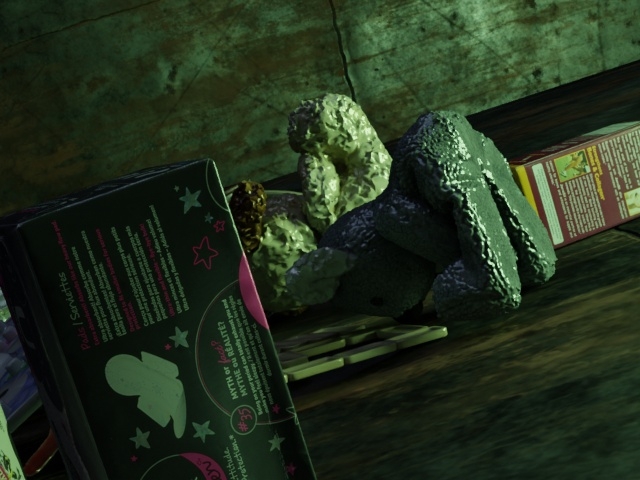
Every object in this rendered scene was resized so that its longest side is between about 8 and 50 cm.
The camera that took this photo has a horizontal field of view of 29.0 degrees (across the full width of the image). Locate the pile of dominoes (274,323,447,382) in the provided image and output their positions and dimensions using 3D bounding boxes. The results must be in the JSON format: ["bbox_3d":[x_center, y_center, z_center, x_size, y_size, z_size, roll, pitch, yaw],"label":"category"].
[{"bbox_3d":[-0.029,0.128,1.187,0.251,0.040,0.196,-13,4,-29],"label":"pile of dominoes"}]

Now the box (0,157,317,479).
[{"bbox_3d":[-0.126,0.082,0.868,0.142,0.247,0.163,-20,8,-23],"label":"box"}]

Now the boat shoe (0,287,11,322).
[{"bbox_3d":[-0.388,0.157,1.342,0.320,0.118,0.103,-34,27,-15],"label":"boat shoe"}]

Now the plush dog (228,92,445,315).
[{"bbox_3d":[0.000,0.000,1.424,0.225,0.262,0.210,-29,47,-6],"label":"plush dog"}]

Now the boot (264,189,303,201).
[{"bbox_3d":[-0.118,-0.014,1.916,0.377,0.138,0.284,-20,7,25],"label":"boot"}]

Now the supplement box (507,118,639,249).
[{"bbox_3d":[0.302,-0.063,1.425,0.188,0.104,0.081,-20,8,-15],"label":"supplement box"}]

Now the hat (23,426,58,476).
[{"bbox_3d":[-0.182,0.148,1.237,0.208,0.173,0.183,-36,42,3],"label":"hat"}]

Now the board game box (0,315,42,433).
[{"bbox_3d":[-0.336,0.142,1.095,0.390,0.050,0.390,-44,15,-13],"label":"board game box"}]

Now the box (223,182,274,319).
[{"bbox_3d":[-0.182,0.045,1.515,0.203,0.167,0.168,-15,9,21],"label":"box"}]

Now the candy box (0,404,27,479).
[{"bbox_3d":[-0.286,0.200,0.746,0.233,0.159,0.071,-16,7,9],"label":"candy box"}]

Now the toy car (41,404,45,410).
[{"bbox_3d":[-0.259,0.155,1.395,0.122,0.040,0.060,-20,9,-14],"label":"toy car"}]

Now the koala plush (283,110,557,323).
[{"bbox_3d":[0.083,0.000,1.231,0.221,0.203,0.196,-27,-2,28],"label":"koala plush"}]
